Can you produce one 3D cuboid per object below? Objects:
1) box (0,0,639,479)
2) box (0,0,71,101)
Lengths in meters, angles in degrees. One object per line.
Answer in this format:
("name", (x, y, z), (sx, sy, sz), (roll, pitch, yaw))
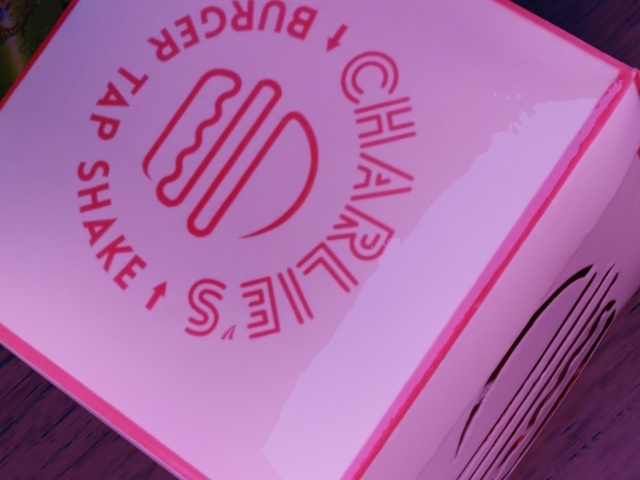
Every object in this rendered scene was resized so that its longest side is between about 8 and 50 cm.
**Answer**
("box", (0.000, 0.000, 1.085), (0.312, 0.300, 0.314), (33, 86, 22))
("box", (-0.199, -0.159, 1.328), (0.173, 0.043, 0.311), (-20, 69, 10))
